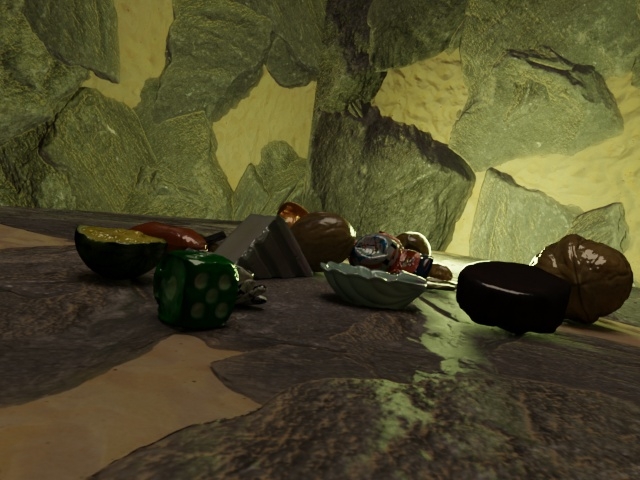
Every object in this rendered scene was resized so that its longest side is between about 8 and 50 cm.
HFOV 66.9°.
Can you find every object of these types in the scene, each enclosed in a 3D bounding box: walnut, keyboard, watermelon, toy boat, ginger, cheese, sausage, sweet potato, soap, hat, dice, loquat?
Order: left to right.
[{"bbox_3d":[-0.499,0.031,1.200,0.232,0.127,0.204,11,6,21],"label":"watermelon"},{"bbox_3d":[-0.472,0.014,1.485,0.258,0.133,0.133,13,6,11],"label":"sausage"},{"bbox_3d":[-0.235,0.090,0.916,0.128,0.131,0.120,11,3,44],"label":"dice"},{"bbox_3d":[-0.430,0.008,1.711,0.196,0.015,0.074,-20,30,-13],"label":"keyboard"},{"bbox_3d":[-0.406,0.030,1.750,0.075,0.075,0.273,4,11,-38],"label":"sweet potato"},{"bbox_3d":[-0.184,0.089,1.543,0.158,0.258,0.302,11,-38,40],"label":"soap"},{"bbox_3d":[-0.162,-0.047,2.344,0.233,0.245,0.233,1,16,21],"label":"hat"},{"bbox_3d":[0.000,0.000,1.747,0.260,0.225,0.225,-16,5,0],"label":"walnut"},{"bbox_3d":[0.137,0.121,1.307,0.290,0.100,0.199,8,5,11],"label":"toy boat"},{"bbox_3d":[0.243,0.064,1.755,0.329,0.217,0.129,14,-32,29],"label":"cheese"},{"bbox_3d":[0.404,0.046,2.186,0.179,0.180,0.227,8,2,10],"label":"loquat"},{"bbox_3d":[0.466,0.125,1.964,0.095,0.069,0.190,29,-4,-21],"label":"ginger"},{"bbox_3d":[0.775,0.118,1.460,0.277,0.252,0.313,23,15,25],"label":"walnut"}]

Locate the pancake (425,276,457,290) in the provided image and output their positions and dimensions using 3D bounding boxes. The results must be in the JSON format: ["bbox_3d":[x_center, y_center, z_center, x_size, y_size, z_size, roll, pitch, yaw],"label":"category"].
[{"bbox_3d":[0.393,0.155,1.733,0.211,0.029,0.235,8,3,22],"label":"pancake"}]

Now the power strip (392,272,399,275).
[{"bbox_3d":[0.262,0.114,1.918,0.137,0.044,0.216,9,5,25],"label":"power strip"}]

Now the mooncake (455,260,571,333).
[{"bbox_3d":[0.496,0.152,1.270,0.282,0.141,0.283,3,13,-1],"label":"mooncake"}]

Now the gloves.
[{"bbox_3d":[-0.222,0.096,1.078,0.212,0.111,0.127,36,-2,-4],"label":"gloves"}]
